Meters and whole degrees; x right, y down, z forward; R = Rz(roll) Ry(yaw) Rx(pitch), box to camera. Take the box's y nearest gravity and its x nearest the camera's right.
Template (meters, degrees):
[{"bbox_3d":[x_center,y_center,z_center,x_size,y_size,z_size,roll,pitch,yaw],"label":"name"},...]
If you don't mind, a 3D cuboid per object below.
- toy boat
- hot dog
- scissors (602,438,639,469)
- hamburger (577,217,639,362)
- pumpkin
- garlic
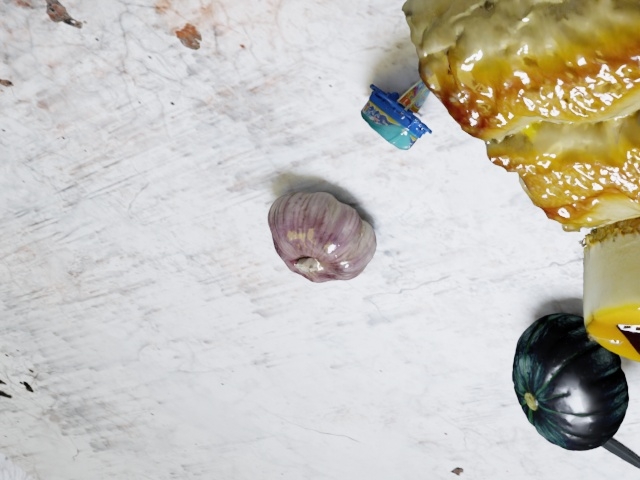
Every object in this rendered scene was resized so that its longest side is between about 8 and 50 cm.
[{"bbox_3d":[0.108,-0.167,1.922,0.091,0.110,0.175,36,-173,-12],"label":"toy boat"},{"bbox_3d":[0.330,-0.184,1.655,0.367,0.196,0.365,43,152,-23],"label":"hot dog"},{"bbox_3d":[0.409,0.290,2.403,0.220,0.017,0.088,34,145,-12],"label":"scissors"},{"bbox_3d":[0.453,0.055,1.892,0.294,0.179,0.276,5,159,34],"label":"hamburger"},{"bbox_3d":[0.342,0.195,2.180,0.150,0.194,0.194,-26,131,4],"label":"pumpkin"},{"bbox_3d":[0.000,0.000,2.206,0.159,0.102,0.147,36,144,-15],"label":"garlic"}]
